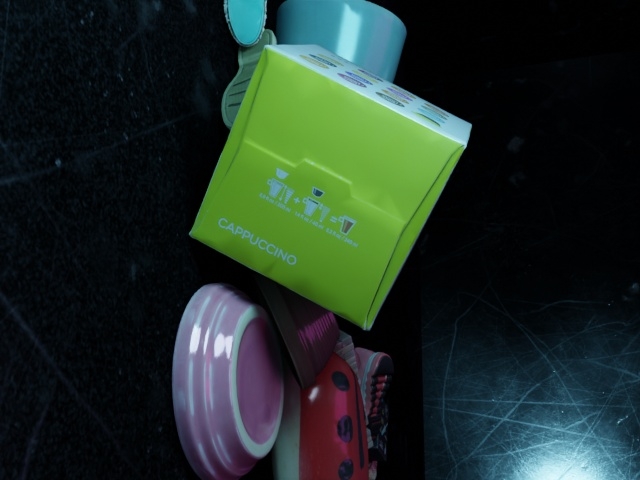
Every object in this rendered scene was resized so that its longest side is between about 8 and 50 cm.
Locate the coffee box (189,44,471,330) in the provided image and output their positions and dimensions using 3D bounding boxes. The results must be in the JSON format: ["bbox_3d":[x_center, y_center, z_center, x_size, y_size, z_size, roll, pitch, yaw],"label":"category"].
[{"bbox_3d":[0.032,-0.110,1.249,0.338,0.337,0.334,-64,174,19],"label":"coffee box"}]

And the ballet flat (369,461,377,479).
[{"bbox_3d":[0.135,0.606,2.120,0.067,0.073,0.206,48,33,-42],"label":"ballet flat"}]

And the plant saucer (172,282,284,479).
[{"bbox_3d":[-0.137,0.234,1.213,0.332,0.084,0.332,-6,90,-75],"label":"plant saucer"}]

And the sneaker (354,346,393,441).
[{"bbox_3d":[0.094,0.434,1.944,0.116,0.136,0.314,12,96,-52],"label":"sneaker"}]

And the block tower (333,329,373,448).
[{"bbox_3d":[0.042,0.363,1.745,0.097,0.090,0.336,23,-49,55],"label":"block tower"}]

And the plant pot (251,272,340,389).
[{"bbox_3d":[-0.036,0.152,1.370,0.237,0.109,0.237,156,-90,-82],"label":"plant pot"}]

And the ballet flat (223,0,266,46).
[{"bbox_3d":[-0.155,-0.503,1.413,0.077,0.091,0.241,-118,-160,-69],"label":"ballet flat"}]

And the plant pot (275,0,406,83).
[{"bbox_3d":[0.027,-0.367,1.606,0.293,0.292,0.235,30,69,-71],"label":"plant pot"}]

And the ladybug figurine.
[{"bbox_3d":[0.006,0.419,1.523,0.305,0.161,0.450,-9,94,-74],"label":"ladybug figurine"}]

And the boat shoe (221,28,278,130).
[{"bbox_3d":[-0.114,-0.291,1.420,0.302,0.113,0.103,-82,154,-42],"label":"boat shoe"}]

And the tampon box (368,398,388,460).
[{"bbox_3d":[0.130,0.528,2.052,0.120,0.101,0.161,63,27,-52],"label":"tampon box"}]
